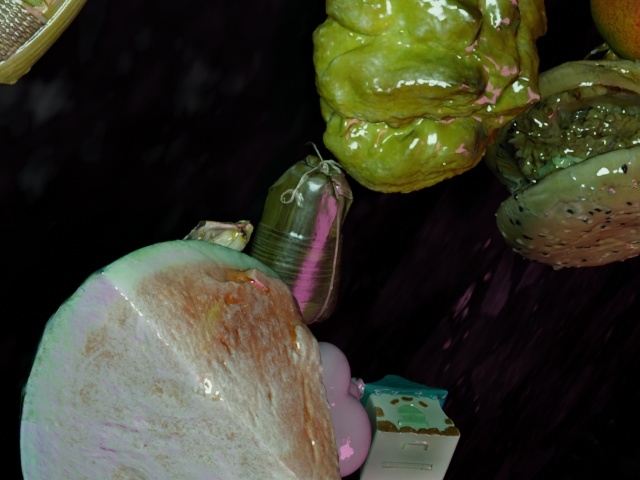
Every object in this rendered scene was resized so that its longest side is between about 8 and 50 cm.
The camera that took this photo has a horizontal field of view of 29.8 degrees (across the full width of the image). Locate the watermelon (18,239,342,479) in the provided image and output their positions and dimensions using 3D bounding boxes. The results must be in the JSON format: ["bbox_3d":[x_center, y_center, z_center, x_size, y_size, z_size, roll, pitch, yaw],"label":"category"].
[{"bbox_3d":[-0.103,0.166,1.043,0.292,0.319,0.222,-47,-173,33],"label":"watermelon"}]

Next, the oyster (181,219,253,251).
[{"bbox_3d":[-0.098,0.008,1.067,0.093,0.034,0.051,-4,107,-48],"label":"oyster"}]

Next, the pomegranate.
[{"bbox_3d":[0.443,-0.295,1.539,0.257,0.221,0.221,-48,162,25],"label":"pomegranate"}]

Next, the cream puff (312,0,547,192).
[{"bbox_3d":[0.095,-0.164,1.060,0.244,0.196,0.244,-7,90,-65],"label":"cream puff"}]

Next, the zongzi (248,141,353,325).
[{"bbox_3d":[0.000,0.000,1.186,0.184,0.084,0.187,-7,121,-63],"label":"zongzi"}]

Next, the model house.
[{"bbox_3d":[0.107,0.250,1.647,0.127,0.149,0.100,6,121,-16],"label":"model house"}]

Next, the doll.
[{"bbox_3d":[-0.043,0.202,1.286,0.365,0.094,0.160,-13,90,-60],"label":"doll"}]

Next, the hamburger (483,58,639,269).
[{"bbox_3d":[0.356,-0.097,1.487,0.277,0.318,0.195,29,49,-62],"label":"hamburger"}]

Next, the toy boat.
[{"bbox_3d":[-0.164,-0.159,0.715,0.149,0.047,0.049,-57,156,-1],"label":"toy boat"}]
